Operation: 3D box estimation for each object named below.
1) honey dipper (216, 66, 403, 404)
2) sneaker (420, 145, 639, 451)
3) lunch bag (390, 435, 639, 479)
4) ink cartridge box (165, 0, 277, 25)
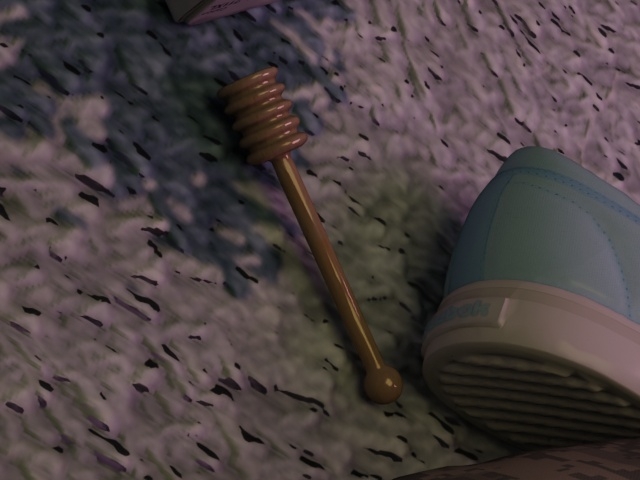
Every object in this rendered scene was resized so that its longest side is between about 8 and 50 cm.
[{"bbox_3d":[0.000,0.000,0.670,0.030,0.030,0.161,-27,93,-40],"label":"honey dipper"},{"bbox_3d":[0.219,0.070,0.748,0.366,0.135,0.150,32,60,-27],"label":"sneaker"},{"bbox_3d":[0.108,0.179,0.542,0.305,0.256,0.213,-4,77,-39],"label":"lunch bag"},{"bbox_3d":[-0.037,-0.202,0.684,0.127,0.072,0.175,-25,90,-41],"label":"ink cartridge box"}]
